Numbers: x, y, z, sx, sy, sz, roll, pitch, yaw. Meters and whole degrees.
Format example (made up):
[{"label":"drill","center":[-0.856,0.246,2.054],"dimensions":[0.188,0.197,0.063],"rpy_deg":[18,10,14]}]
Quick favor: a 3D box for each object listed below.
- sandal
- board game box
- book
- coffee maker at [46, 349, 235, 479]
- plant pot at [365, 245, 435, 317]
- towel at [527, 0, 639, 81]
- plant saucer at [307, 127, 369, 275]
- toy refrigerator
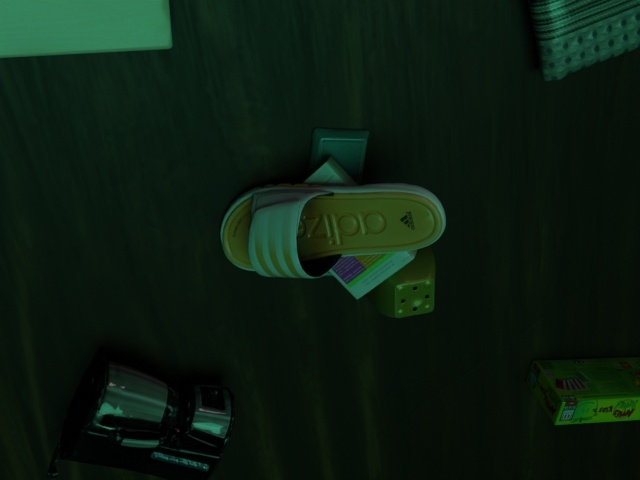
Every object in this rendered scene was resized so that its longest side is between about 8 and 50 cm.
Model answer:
[{"label":"sandal","center":[-0.002,-0.010,0.868],"dimensions":[0.265,0.076,0.102],"rpy_deg":[-7,112,24]},{"label":"board game box","center":[0.397,0.211,1.151],"dimensions":[0.181,0.092,0.043],"rpy_deg":[0,120,-15]},{"label":"book","center":[0.026,-0.011,0.919],"dimensions":[0.144,0.035,0.096],"rpy_deg":[46,119,-8]},{"label":"coffee maker","center":[-0.216,0.232,0.999],"dimensions":[0.178,0.120,0.171],"rpy_deg":[22,135,-24]},{"label":"plant pot","center":[0.101,0.049,0.984],"dimensions":[0.081,0.083,0.081],"rpy_deg":[-9,121,-9]},{"label":"towel","center":[0.356,-0.360,0.846],"dimensions":[0.324,0.056,0.312],"rpy_deg":[-20,119,-1]},{"label":"plant saucer","center":[0.014,-0.038,0.950],"dimensions":[0.067,0.018,0.192],"rpy_deg":[0,120,-15]},{"label":"toy refrigerator","center":[-0.274,-0.222,0.725],"dimensions":[0.269,0.094,0.102],"rpy_deg":[-7,114,-12]}]
